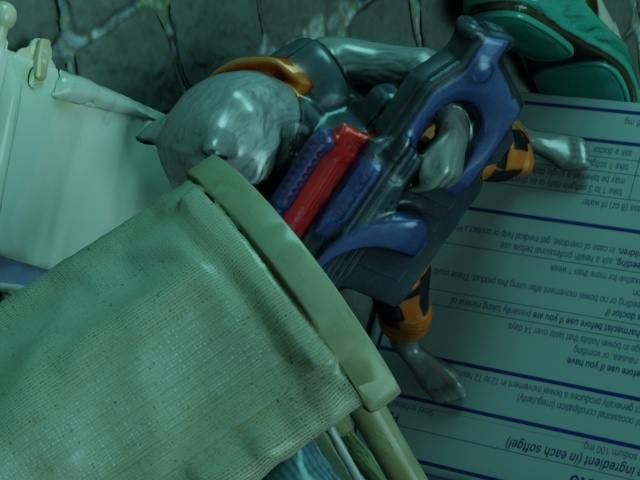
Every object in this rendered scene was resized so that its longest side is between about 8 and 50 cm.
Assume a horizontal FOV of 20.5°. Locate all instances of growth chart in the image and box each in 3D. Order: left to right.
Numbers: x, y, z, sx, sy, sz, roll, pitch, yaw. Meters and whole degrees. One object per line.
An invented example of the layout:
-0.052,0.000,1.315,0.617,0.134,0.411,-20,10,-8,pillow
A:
-0.128,-0.011,0.997,0.237,0.021,0.172,30,74,-53,growth chart

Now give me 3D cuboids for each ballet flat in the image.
0.187,-0.165,1.356,0.247,0.083,0.087,31,63,-54,ballet flat

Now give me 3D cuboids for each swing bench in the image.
-0.082,0.139,0.894,0.253,0.165,0.255,-34,131,-11,swing bench

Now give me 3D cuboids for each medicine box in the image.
0.190,0.055,1.248,0.149,0.263,0.289,29,74,-53,medicine box

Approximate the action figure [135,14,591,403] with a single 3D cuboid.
0.000,0.000,1.092,0.341,0.178,0.330,-51,143,8,action figure
